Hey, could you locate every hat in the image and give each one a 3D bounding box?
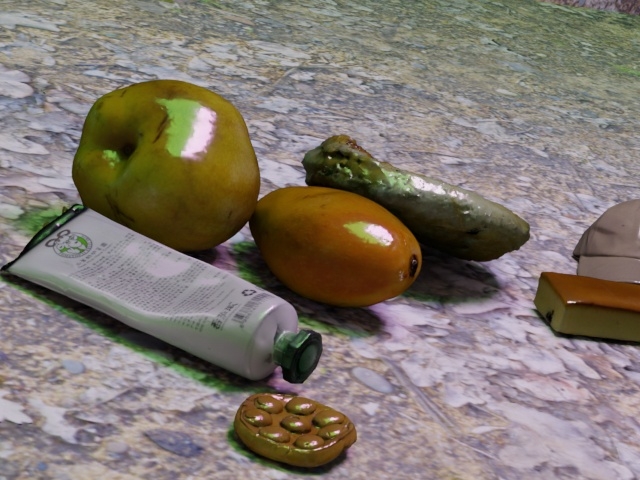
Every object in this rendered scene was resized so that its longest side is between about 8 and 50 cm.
[{"bbox_3d":[0.397,0.007,1.983,0.166,0.144,0.173,14,-4,6],"label":"hat"}]

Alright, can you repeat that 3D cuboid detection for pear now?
[{"bbox_3d":[-0.159,-0.076,1.732,0.200,0.200,0.200,12,19,-4],"label":"pear"}]

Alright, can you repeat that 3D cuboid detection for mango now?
[{"bbox_3d":[0.000,0.000,1.724,0.138,0.113,0.253,-17,24,-30],"label":"mango"}]

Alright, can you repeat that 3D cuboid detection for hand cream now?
[{"bbox_3d":[-0.147,0.049,1.541,0.336,0.076,0.121,22,41,29],"label":"hand cream"}]

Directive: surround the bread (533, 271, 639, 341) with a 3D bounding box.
[{"bbox_3d":[0.355,0.081,1.839,0.226,0.049,0.088,8,19,-18],"label":"bread"}]

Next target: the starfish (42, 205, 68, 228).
[{"bbox_3d":[-0.259,0.001,1.652,0.133,0.041,0.130,24,22,29],"label":"starfish"}]

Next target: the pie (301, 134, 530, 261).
[{"bbox_3d":[0.103,-0.039,1.868,0.277,0.079,0.277,24,-3,1],"label":"pie"}]

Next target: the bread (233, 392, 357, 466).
[{"bbox_3d":[-0.022,0.159,1.384,0.110,0.024,0.110,11,18,-4],"label":"bread"}]
